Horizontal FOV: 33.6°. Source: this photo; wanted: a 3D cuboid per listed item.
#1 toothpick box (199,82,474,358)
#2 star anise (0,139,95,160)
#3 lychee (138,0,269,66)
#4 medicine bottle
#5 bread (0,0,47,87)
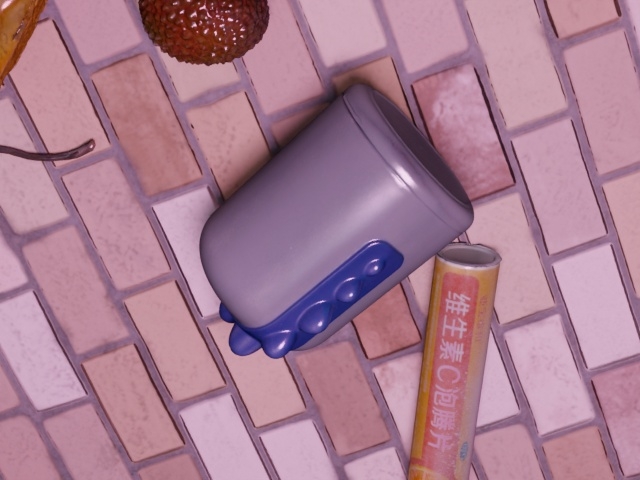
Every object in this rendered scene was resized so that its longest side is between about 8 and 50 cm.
[{"bbox_3d":[0.000,0.000,1.373,0.354,0.263,0.263,-40,106,15],"label":"toothpick box"},{"bbox_3d":[-0.458,-0.163,1.441,0.227,0.218,0.148,17,79,-47],"label":"star anise"},{"bbox_3d":[-0.134,-0.299,1.309,0.197,0.165,0.165,-17,111,24],"label":"lychee"},{"bbox_3d":[0.185,0.216,1.539,0.108,0.108,0.426,4,109,-1],"label":"medicine bottle"},{"bbox_3d":[-0.414,-0.275,1.285,0.132,0.167,0.294,28,88,-19],"label":"bread"}]
